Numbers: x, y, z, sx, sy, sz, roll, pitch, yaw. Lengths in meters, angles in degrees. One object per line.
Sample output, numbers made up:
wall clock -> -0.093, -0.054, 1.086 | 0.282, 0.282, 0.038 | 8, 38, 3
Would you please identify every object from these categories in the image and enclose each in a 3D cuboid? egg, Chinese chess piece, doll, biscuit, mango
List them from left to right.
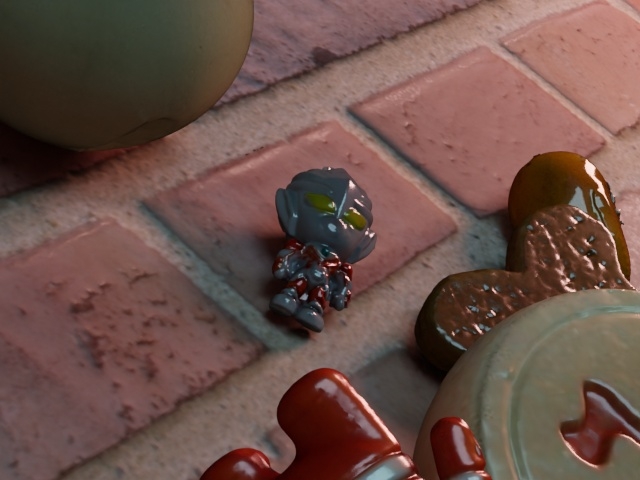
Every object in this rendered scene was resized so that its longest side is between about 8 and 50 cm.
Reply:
egg -> -0.173, -0.179, 1.298 | 0.269, 0.219, 0.219 | -16, 55, -43
doll -> 0.000, 0.000, 1.343 | 0.094, 0.079, 0.180 | 25, 45, -11
doll -> 0.069, 0.234, 0.999 | 0.336, 0.200, 0.105 | 47, 8, 20
mango -> 0.233, -0.017, 1.541 | 0.105, 0.084, 0.159 | 2, 43, -30
Chinese chess piece -> 0.226, 0.192, 1.155 | 0.338, 0.140, 0.338 | 13, 47, -14
biscuit -> 0.271, 0.165, 1.349 | 0.432, 0.064, 0.283 | 44, 45, 16
